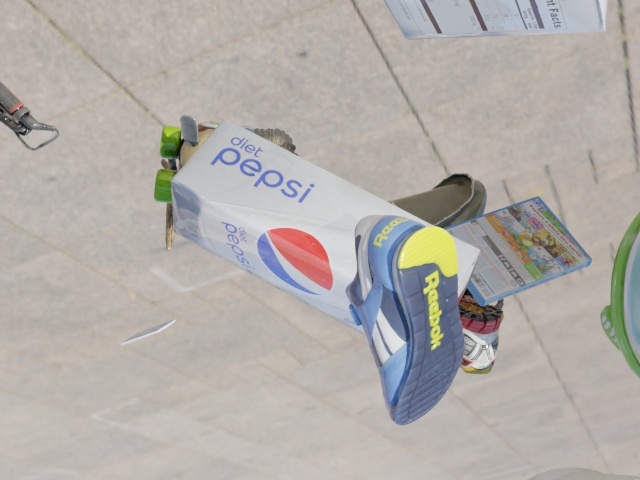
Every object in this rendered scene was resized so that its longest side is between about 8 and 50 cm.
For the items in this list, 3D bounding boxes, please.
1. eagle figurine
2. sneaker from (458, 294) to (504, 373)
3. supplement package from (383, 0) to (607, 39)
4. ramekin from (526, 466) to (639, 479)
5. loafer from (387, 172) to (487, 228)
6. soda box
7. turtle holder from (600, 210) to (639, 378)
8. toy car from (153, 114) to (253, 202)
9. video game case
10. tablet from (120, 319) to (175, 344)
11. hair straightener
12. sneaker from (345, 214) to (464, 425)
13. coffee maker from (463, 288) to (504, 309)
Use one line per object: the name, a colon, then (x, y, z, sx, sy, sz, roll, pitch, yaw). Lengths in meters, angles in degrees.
eagle figurine: (-0.141, -0.096, 1.712, 0.298, 0.226, 0.225, 3, -168, -19)
sneaker: (0.182, 0.124, 1.265, 0.088, 0.093, 0.225, 2, -174, -5)
supplement package: (0.112, -0.295, 0.596, 0.145, 0.262, 0.204, 4, 163, 25)
ramekin: (0.292, 0.351, 0.889, 0.273, 0.273, 0.127, 4, 159, -30)
loafer: (0.128, -0.021, 1.262, 0.251, 0.094, 0.087, -40, 122, -22)
soda box: (0.000, 0.000, 0.891, 0.286, 0.098, 0.091, 28, 148, 11)
turtle holder: (0.396, 0.079, 0.887, 0.320, 0.243, 0.227, -55, 179, 1)
toy car: (-0.161, -0.135, 1.364, 0.155, 0.149, 0.188, 6, 157, -8)
video game case: (0.240, 0.011, 1.166, 0.166, 0.119, 0.015, -18, 144, -20)
tablet: (-0.277, 0.148, 1.492, 0.083, 0.006, 0.054, -20, -173, 27)
hair straightener: (-0.440, -0.196, 1.285, 0.047, 0.230, 0.089, -45, 159, -26)
sneaker: (0.049, 0.046, 0.554, 0.053, 0.059, 0.144, -26, 127, -33)
coffee maker: (0.185, 0.029, 1.465, 0.171, 0.120, 0.178, -13, 116, 18)
